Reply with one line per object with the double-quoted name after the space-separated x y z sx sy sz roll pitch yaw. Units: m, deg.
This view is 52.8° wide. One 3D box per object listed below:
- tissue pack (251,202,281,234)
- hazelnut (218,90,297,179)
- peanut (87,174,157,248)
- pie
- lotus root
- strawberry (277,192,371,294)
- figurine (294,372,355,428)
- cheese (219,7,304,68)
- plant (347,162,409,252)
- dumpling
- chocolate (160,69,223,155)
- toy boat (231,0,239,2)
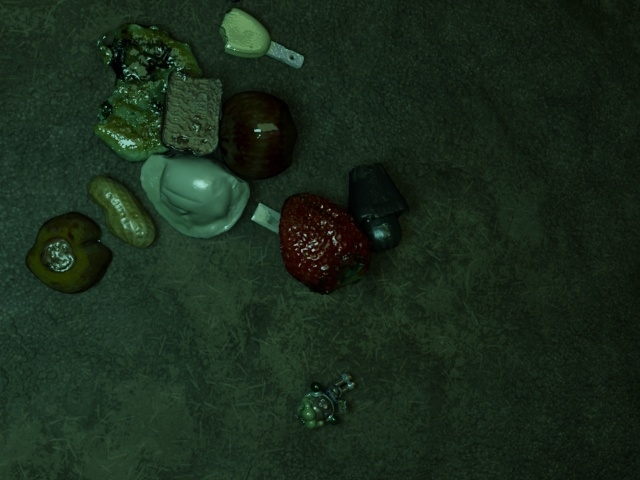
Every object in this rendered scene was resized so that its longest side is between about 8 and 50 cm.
-0.137 -0.058 1.819 0.108 0.023 0.056 27 81 -12 "tissue pack"
-0.171 -0.282 1.719 0.217 0.218 0.234 -5 88 -16 "hazelnut"
-0.517 -0.072 1.674 0.108 0.095 0.226 -38 97 -18 "peanut"
-0.453 -0.387 1.716 0.296 0.078 0.372 6 87 -18 "pie"
-0.625 0.027 1.600 0.188 0.180 0.199 27 81 -9 "lotus root"
0.000 0.000 1.749 0.238 0.250 0.288 -24 77 -15 "strawberry"
0.018 0.450 1.805 0.197 0.093 0.147 -31 107 -16 "figurine"
-0.167 -0.552 1.817 0.255 0.050 0.127 23 81 -14 "cheese"
0.158 -0.092 1.845 0.164 0.142 0.256 -14 88 -17 "plant"
-0.337 -0.120 1.716 0.175 0.243 0.227 -12 124 -54 "dumpling"
-0.334 -0.321 1.664 0.148 0.093 0.214 8 85 -17 "chocolate"
-0.229 -0.733 1.802 0.060 0.060 0.137 32 83 -34 "toy boat"
